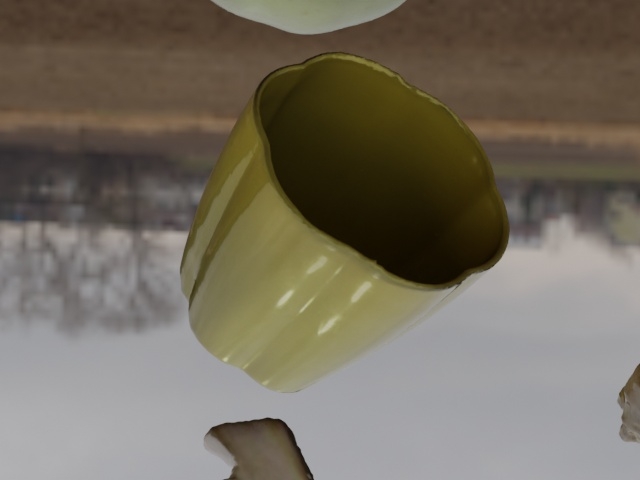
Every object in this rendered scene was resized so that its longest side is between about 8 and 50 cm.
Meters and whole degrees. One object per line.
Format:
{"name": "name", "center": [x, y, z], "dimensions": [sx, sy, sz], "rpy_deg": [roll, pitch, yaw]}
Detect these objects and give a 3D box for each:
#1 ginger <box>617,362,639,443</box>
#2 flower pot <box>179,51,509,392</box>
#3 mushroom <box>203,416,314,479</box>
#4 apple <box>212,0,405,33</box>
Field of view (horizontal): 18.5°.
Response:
{"name": "ginger", "center": [0.287, 0.068, 1.344], "dimensions": [0.074, 0.213, 0.137], "rpy_deg": [38, -175, -22]}
{"name": "flower pot", "center": [0.000, 0.000, 1.327], "dimensions": [0.195, 0.195, 0.179], "rpy_deg": [1, 145, -37]}
{"name": "mushroom", "center": [-0.084, 0.322, 2.018], "dimensions": [0.162, 0.236, 0.173], "rpy_deg": [-12, 155, -34]}
{"name": "apple", "center": [-0.014, -0.409, 2.280], "dimensions": [0.357, 0.357, 0.357], "rpy_deg": [2, -179, 0]}
